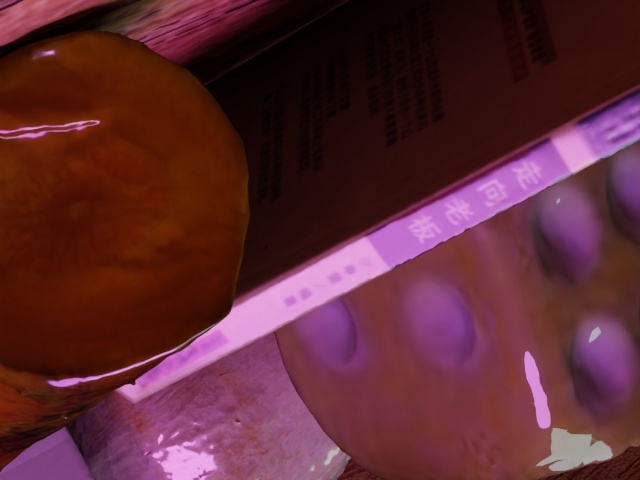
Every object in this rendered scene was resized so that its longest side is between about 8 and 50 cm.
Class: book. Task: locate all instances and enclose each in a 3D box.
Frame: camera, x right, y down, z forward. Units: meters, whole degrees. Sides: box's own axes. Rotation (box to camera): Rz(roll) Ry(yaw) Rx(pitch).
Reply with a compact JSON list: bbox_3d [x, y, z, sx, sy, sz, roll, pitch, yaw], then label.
[{"bbox_3d":[0.021,-0.046,0.530,0.231,0.026,0.161,-28,-147,21],"label":"book"}]

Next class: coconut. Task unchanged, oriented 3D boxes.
[{"bbox_3d":[-0.119,0.145,1.258,0.255,0.297,0.297,-29,179,-11],"label":"coconut"}]

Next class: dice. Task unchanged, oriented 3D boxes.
[{"bbox_3d":[0.116,0.010,0.912,0.238,0.226,0.233,-25,-166,-40],"label":"dice"}]

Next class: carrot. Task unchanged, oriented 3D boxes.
[{"bbox_3d":[-0.138,0.038,0.501,0.114,0.114,0.302,-26,176,-39],"label":"carrot"}]

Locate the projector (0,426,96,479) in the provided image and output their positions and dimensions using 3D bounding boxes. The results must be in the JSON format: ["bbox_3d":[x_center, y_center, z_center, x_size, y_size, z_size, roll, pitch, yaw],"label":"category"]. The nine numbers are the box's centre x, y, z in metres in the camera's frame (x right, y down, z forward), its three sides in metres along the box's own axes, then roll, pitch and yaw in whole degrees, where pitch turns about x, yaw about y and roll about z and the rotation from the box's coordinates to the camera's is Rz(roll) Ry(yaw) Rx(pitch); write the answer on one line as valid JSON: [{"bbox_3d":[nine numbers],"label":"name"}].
[{"bbox_3d":[-0.318,0.226,1.051,0.249,0.248,0.248,-27,178,-34],"label":"projector"}]
